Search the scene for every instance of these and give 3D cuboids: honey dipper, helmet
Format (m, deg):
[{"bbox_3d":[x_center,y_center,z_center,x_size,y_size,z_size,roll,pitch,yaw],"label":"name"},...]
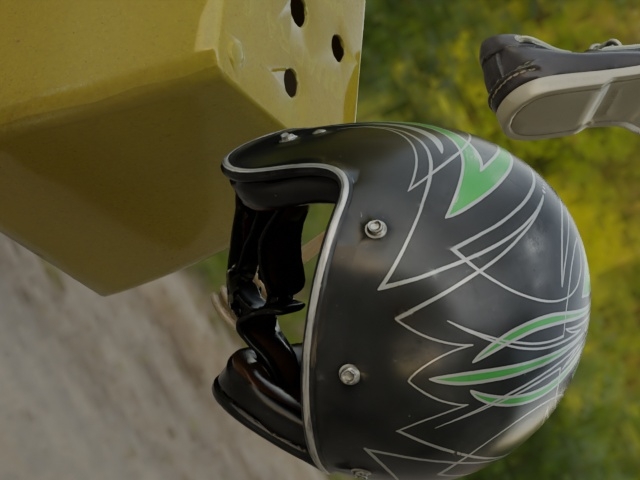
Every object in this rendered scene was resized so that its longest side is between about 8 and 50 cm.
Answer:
[{"bbox_3d":[0.000,0.000,1.236,0.030,0.160,0.030,50,12,-14],"label":"honey dipper"},{"bbox_3d":[0.036,0.027,0.834,0.161,0.169,0.169,23,-28,46],"label":"helmet"}]

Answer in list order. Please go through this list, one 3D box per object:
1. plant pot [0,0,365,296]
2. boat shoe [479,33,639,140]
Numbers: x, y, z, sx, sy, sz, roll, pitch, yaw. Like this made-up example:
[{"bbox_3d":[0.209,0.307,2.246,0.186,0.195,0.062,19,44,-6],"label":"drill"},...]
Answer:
[{"bbox_3d":[-0.090,-0.112,1.088,0.212,0.187,0.212,38,50,-51],"label":"plant pot"},{"bbox_3d":[0.191,-0.111,1.248,0.065,0.206,0.075,64,-37,27],"label":"boat shoe"}]
